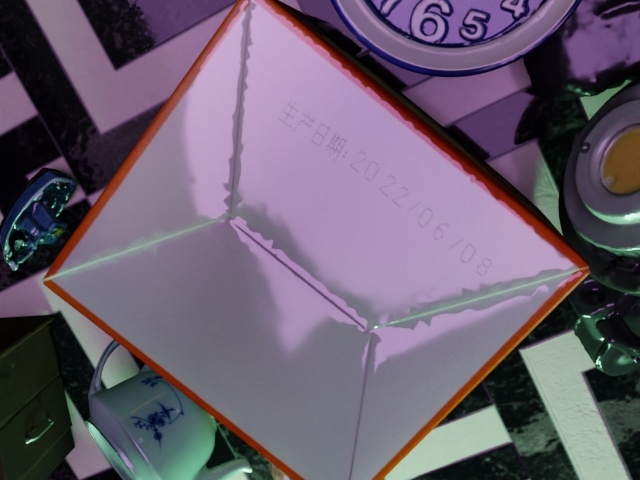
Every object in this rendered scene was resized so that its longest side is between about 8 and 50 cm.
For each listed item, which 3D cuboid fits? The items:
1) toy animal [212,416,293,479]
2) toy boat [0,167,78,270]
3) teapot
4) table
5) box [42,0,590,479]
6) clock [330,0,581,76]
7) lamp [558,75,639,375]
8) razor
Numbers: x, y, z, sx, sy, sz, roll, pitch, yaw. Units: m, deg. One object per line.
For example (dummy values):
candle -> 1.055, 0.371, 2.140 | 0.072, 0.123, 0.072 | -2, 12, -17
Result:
toy animal -> -0.060, 0.223, 0.817 | 0.185, 0.183, 0.104 | 34, 66, 16
toy boat -> -0.335, -0.023, 0.800 | 0.137, 0.060, 0.061 | -47, 73, 12
teapot -> -0.189, 0.217, 0.815 | 0.159, 0.159, 0.232 | -38, 87, 15
table -> -0.417, 0.212, 0.818 | 0.173, 0.169, 0.193 | -4, 104, 8
box -> 0.000, 0.000, 0.664 | 0.349, 0.257, 0.318 | 38, 104, -3
clock -> 0.115, -0.256, 0.570 | 0.231, 0.083, 0.230 | 3, 104, 11
lamp -> 0.359, -0.038, 0.590 | 0.374, 0.205, 0.272 | -39, 130, 17
razor -> 0.263, -0.304, 0.624 | 0.189, 0.107, 0.326 | -11, 103, 12
